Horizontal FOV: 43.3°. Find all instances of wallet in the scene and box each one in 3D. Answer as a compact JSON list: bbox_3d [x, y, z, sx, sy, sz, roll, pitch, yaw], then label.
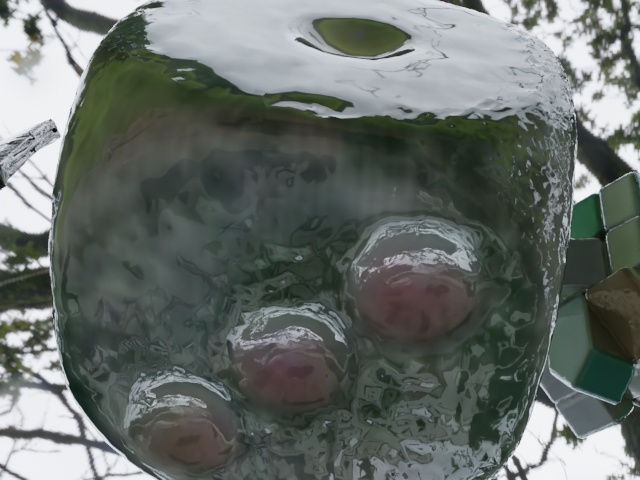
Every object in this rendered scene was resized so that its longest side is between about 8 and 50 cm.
[{"bbox_3d":[-0.452,-0.082,1.038,0.190,0.046,0.379,-26,-164,-1],"label":"wallet"}]

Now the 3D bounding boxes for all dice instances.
[{"bbox_3d":[0.000,0.000,0.647,0.328,0.348,0.330,9,-148,5],"label":"dice"}]

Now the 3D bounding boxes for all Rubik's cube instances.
[{"bbox_3d":[0.316,0.074,0.833,0.224,0.265,0.213,-37,-145,45],"label":"Rubik's cube"}]
